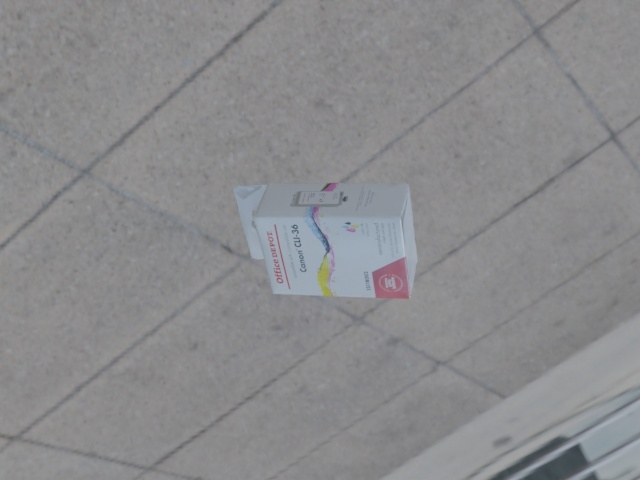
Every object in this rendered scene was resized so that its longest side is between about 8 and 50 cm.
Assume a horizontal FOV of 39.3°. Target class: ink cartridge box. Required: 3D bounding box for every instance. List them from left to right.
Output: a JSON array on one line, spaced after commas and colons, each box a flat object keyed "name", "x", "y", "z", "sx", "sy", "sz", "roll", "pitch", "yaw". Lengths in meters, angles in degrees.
[{"name": "ink cartridge box", "x": 0.000, "y": 0.000, "z": 0.980, "sx": 0.198, "sy": 0.067, "sz": 0.115, "roll": 1, "pitch": 129, "yaw": 15}]
